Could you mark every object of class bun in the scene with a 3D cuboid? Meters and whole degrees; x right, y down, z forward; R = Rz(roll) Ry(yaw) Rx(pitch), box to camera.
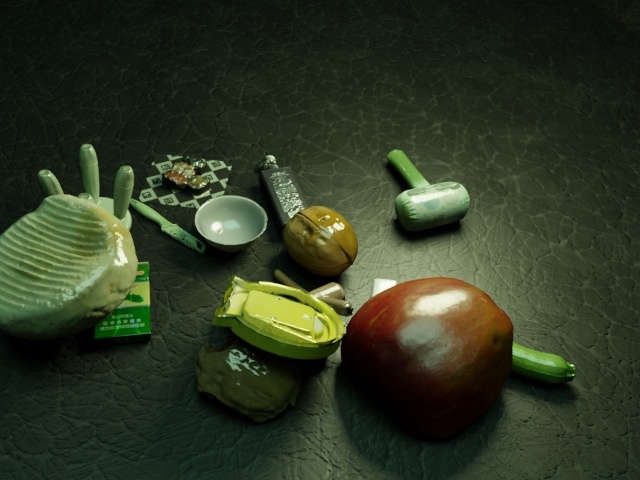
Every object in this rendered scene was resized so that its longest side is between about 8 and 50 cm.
[{"bbox_3d":[-0.587,0.084,1.781,0.365,0.219,0.365,-7,53,10],"label":"bun"}]

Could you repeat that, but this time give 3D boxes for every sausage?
[{"bbox_3d":[-0.075,0.111,1.969,0.116,0.026,0.026,37,52,28],"label":"sausage"}]

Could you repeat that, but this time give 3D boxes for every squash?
[{"bbox_3d":[0.486,0.284,1.824,0.219,0.068,0.077,16,40,10],"label":"squash"}]

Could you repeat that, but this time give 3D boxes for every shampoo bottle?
[{"bbox_3d":[-0.105,-0.135,2.184,0.098,0.071,0.309,-10,47,-15],"label":"shampoo bottle"}]

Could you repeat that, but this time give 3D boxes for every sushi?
[{"bbox_3d":[-0.382,-0.186,2.222,0.231,0.047,0.219,7,44,0],"label":"sushi"}]

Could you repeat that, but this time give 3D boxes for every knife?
[{"bbox_3d":[-0.415,-0.039,2.088,0.293,0.020,0.043,30,47,22],"label":"knife"}]

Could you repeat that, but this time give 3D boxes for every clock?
[{"bbox_3d":[-0.091,0.182,1.724,0.294,0.071,0.277,19,20,3],"label":"clock"}]

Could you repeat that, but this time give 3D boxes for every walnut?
[{"bbox_3d":[-0.152,0.286,1.703,0.238,0.141,0.204,-12,52,-14],"label":"walnut"},{"bbox_3d":[0.000,0.000,1.997,0.167,0.167,0.207,-32,56,-32],"label":"walnut"}]

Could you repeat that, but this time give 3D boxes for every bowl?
[{"bbox_3d":[-0.236,-0.028,2.050,0.189,0.086,0.189,4,45,-4],"label":"bowl"}]

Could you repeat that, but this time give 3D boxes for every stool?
[{"bbox_3d":[-0.595,-0.104,2.007,0.195,0.198,0.195,29,50,20],"label":"stool"}]

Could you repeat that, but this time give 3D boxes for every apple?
[{"bbox_3d":[0.248,0.247,1.764,0.365,0.295,0.328,-29,92,-17],"label":"apple"}]

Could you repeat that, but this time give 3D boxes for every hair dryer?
[{"bbox_3d":[0.033,0.154,1.861,0.117,0.064,0.182,-23,17,-28],"label":"hair dryer"}]

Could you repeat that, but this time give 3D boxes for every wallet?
[{"bbox_3d":[0.159,0.148,1.958,0.061,0.025,0.122,11,45,2],"label":"wallet"}]

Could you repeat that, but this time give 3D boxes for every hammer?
[{"bbox_3d":[0.273,-0.160,2.237,0.206,0.119,0.335,-11,40,-17],"label":"hammer"}]

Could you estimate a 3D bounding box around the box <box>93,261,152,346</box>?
[{"bbox_3d":[-0.476,0.149,1.876,0.132,0.034,0.235,-5,45,-9],"label":"box"}]
